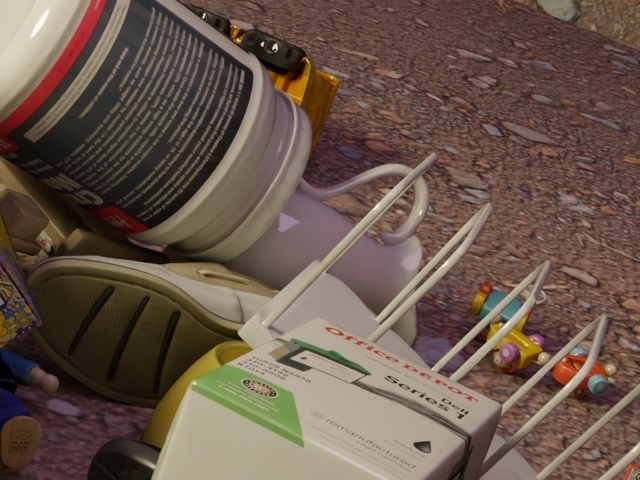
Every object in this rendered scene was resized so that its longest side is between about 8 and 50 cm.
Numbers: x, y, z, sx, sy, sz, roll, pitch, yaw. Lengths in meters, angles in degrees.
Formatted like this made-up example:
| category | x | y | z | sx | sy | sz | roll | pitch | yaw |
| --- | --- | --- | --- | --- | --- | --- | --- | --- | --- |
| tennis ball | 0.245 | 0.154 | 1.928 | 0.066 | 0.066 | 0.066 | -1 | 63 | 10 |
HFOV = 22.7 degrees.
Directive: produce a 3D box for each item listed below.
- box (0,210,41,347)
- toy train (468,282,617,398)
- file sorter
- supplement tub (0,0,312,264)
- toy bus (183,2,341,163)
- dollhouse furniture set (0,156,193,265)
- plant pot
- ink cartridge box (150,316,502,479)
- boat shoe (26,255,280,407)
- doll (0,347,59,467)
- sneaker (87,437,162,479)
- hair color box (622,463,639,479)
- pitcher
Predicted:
| category | x | y | z | sx | sy | sz | roll | pitch | yaw |
| --- | --- | --- | --- | --- | --- | --- | --- | --- | --- |
| box | -0.370 | -0.010 | 1.050 | 0.279 | 0.177 | 0.290 | -30 | 36 | -3 |
| toy train | 0.213 | 0.105 | 1.590 | 0.125 | 0.046 | 0.166 | 9 | 28 | -27 |
| file sorter | 0.114 | 0.087 | 1.253 | 0.278 | 0.173 | 0.193 | 44 | 19 | 2 |
| supplement tub | -0.161 | -0.115 | 1.334 | 0.272 | 0.191 | 0.191 | 34 | 14 | -30 |
| toy bus | -0.088 | -0.180 | 1.889 | 0.220 | 0.149 | 0.211 | 25 | 10 | 20 |
| dollhouse furniture set | -0.325 | -0.033 | 1.418 | 0.303 | 0.174 | 0.355 | 47 | 13 | 27 |
| plant pot | -0.064 | 0.135 | 1.237 | 0.134 | 0.095 | 0.134 | 16 | 22 | -7 |
| ink cartridge box | 0.011 | 0.139 | 1.065 | 0.160 | 0.092 | 0.219 | 25 | 17 | 15 |
| boat shoe | -0.112 | 0.075 | 1.332 | 0.302 | 0.113 | 0.103 | 21 | 19 | -24 |
| doll | -0.260 | 0.110 | 1.204 | 0.129 | 0.046 | 0.189 | -3 | 24 | -24 |
| sneaker | -0.050 | 0.202 | 1.116 | 0.227 | 0.087 | 0.130 | 27 | 22 | 11 |
| hair color box | 0.302 | 0.248 | 1.301 | 0.141 | 0.072 | 0.043 | 25 | 24 | 13 |
| pitcher | 0.000 | 0.000 | 1.473 | 0.207 | 0.178 | 0.125 | 15 | -5 | -25 |
